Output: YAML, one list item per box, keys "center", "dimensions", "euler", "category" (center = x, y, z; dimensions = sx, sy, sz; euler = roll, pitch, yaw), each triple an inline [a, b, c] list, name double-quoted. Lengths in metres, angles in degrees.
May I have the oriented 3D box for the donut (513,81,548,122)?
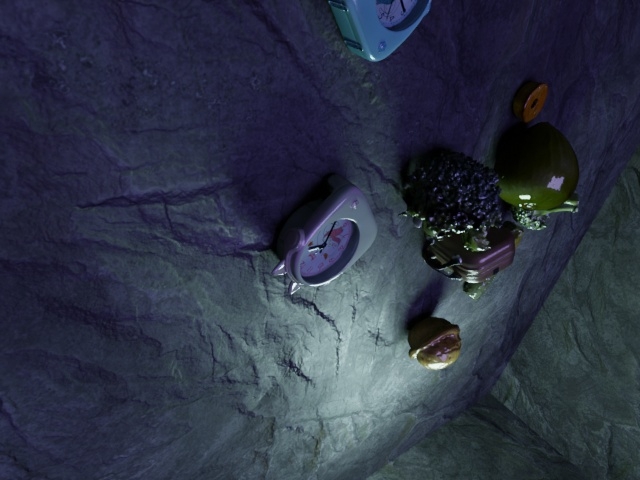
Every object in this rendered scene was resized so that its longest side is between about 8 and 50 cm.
- center: [0.729, -0.487, 1.749]
  dimensions: [0.152, 0.058, 0.152]
  euler: [-29, 140, -27]
  category: "donut"

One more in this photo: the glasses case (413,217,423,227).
- center: [0.345, -0.084, 1.726]
  dimensions: [0.021, 0.032, 0.083]
  euler: [-11, 128, -45]
  category: "glasses case"

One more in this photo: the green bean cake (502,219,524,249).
- center: [0.741, 0.022, 2.165]
  dimensions: [0.236, 0.124, 0.233]
  euler: [-7, 128, -43]
  category: "green bean cake"

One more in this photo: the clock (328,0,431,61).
- center: [0.147, -0.538, 1.057]
  dimensions: [0.274, 0.094, 0.223]
  euler: [-46, 145, -9]
  category: "clock"

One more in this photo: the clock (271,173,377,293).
- center: [0.000, 0.000, 1.370]
  dimensions: [0.324, 0.108, 0.265]
  euler: [-42, 145, -9]
  category: "clock"

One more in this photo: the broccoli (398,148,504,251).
- center: [0.394, -0.124, 1.582]
  dimensions: [0.293, 0.348, 0.281]
  euler: [11, 134, -3]
  category: "broccoli"

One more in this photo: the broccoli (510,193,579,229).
- center: [0.921, -0.184, 2.098]
  dimensions: [0.260, 0.235, 0.288]
  euler: [-19, 158, 16]
  category: "broccoli"

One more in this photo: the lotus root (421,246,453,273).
- center: [0.495, 0.064, 1.948]
  dimensions: [0.138, 0.119, 0.235]
  euler: [-54, 143, 6]
  category: "lotus root"

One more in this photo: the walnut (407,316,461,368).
- center: [0.499, 0.450, 2.207]
  dimensions: [0.257, 0.224, 0.257]
  euler: [-25, 159, -11]
  category: "walnut"

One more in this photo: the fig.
- center: [0.789, -0.272, 1.832]
  dimensions: [0.316, 0.316, 0.316]
  euler: [-28, 139, -27]
  category: "fig"

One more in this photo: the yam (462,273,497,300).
- center: [0.741, 0.197, 2.349]
  dimensions: [0.107, 0.107, 0.183]
  euler: [0, 123, -47]
  category: "yam"

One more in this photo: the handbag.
- center: [0.487, 0.018, 1.751]
  dimensions: [0.283, 0.302, 0.149]
  euler: [-31, 137, -15]
  category: "handbag"
